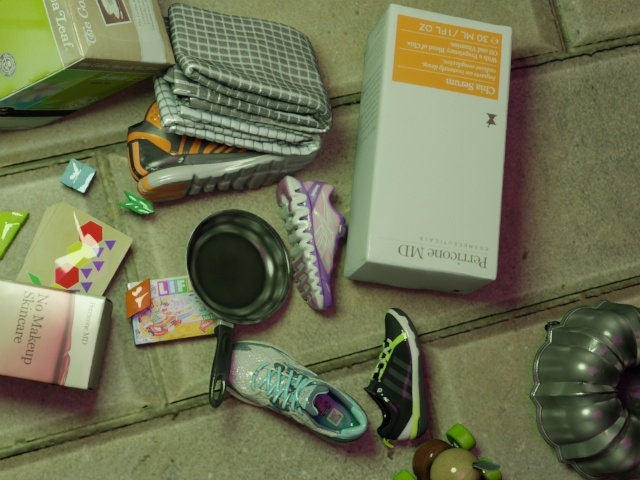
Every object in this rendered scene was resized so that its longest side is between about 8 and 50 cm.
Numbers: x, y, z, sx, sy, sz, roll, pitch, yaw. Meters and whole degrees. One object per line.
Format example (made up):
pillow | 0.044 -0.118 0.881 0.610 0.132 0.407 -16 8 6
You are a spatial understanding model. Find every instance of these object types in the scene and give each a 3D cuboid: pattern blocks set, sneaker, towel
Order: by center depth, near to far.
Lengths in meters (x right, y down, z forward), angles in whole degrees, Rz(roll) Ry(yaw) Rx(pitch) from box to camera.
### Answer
towel | -0.130 -0.270 1.864 0.283 0.121 0.235 11 42 -25
pattern blocks set | -0.409 0.044 1.865 0.285 0.026 0.325 36 81 0
sneaker | -0.039 0.244 1.885 0.283 0.122 0.110 27 77 -8
sneaker | -0.169 -0.181 1.915 0.321 0.124 0.180 -9 72 -25
sneaker | 0.121 0.233 1.944 0.097 0.084 0.235 -7 84 -13
sneaker | 0.000 0.000 1.948 0.104 0.095 0.236 -9 83 -22

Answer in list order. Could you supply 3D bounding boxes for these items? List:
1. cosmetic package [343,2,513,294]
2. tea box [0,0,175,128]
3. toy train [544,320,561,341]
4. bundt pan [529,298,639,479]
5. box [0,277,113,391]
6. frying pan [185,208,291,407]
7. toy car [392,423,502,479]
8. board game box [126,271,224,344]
cosmetic package | 0.185 -0.152 1.955 0.230 0.161 0.453 8 76 -11
tea box | -0.444 -0.371 1.748 0.220 0.323 0.329 -10 84 -58
toy train | 0.426 0.223 2.048 0.036 0.027 0.158 0 82 -24
bundt pan | 0.542 0.263 2.002 0.331 0.124 0.331 3 82 -20
box | -0.452 0.142 1.770 0.232 0.127 0.148 10 82 -3
frying pan | -0.128 0.107 1.893 0.197 0.053 0.326 -3 77 -33
toy car | 0.233 0.400 1.893 0.155 0.188 0.149 -38 92 -15
board game box | -0.239 0.113 1.905 0.154 0.026 0.103 -8 84 -14
